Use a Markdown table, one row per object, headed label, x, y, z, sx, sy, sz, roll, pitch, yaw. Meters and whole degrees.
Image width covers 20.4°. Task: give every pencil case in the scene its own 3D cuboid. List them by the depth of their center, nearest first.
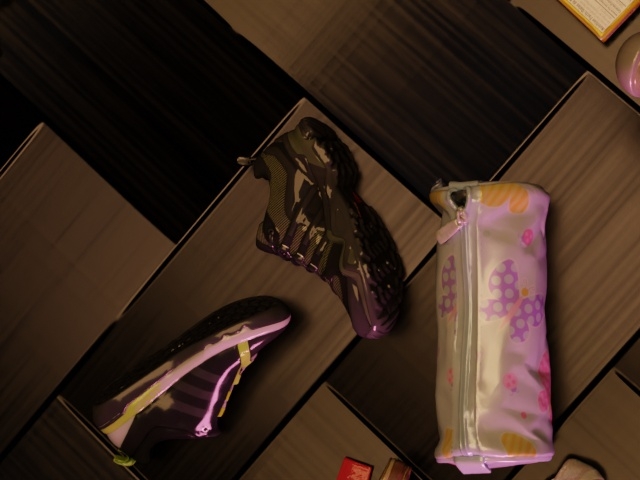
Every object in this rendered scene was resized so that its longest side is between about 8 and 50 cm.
| label | x | y | z | sx | sy | sz | roll | pitch | yaw |
| --- | --- | --- | --- | --- | --- | --- | --- | --- | --- |
| pencil case | 0.158 | 0.077 | 1.650 | 0.113 | 0.124 | 0.273 | -2 | 87 | 15 |

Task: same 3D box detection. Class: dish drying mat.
| label | x | y | z | sx | sy | sz | roll | pitch | yaw |
| --- | --- | --- | --- | --- | --- | --- | --- | --- | --- |
| dish drying mat | 0.025 | 0.256 | 1.736 | 0.032 | 0.008 | 0.083 | 18 | 93 | 16 |

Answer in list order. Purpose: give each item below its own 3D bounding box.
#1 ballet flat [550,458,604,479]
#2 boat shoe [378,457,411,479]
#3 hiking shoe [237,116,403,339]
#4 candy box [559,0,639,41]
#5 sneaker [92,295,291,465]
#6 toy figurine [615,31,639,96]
| label | x | y | z | sx | sy | sz | roll | pitch | yaw |
| --- | --- | --- | --- | --- | --- | --- | --- | --- | --- |
| ballet flat | 0.205 | 0.278 | 1.670 | 0.168 | 0.057 | 0.052 | -52 | 48 | 3 |
| boat shoe | 0.069 | 0.296 | 1.697 | 0.060 | 0.064 | 0.178 | 11 | 96 | 11 |
| hiking shoe | 0.000 | 0.000 | 1.730 | 0.114 | 0.086 | 0.227 | -28 | 74 | 26 |
| candy box | 0.234 | -0.296 | 1.699 | 0.105 | 0.027 | 0.206 | -46 | 77 | 11 |
| sneaker | -0.116 | 0.142 | 1.759 | 0.234 | 0.084 | 0.097 | -32 | 103 | 13 |
| toy figurine | 0.373 | -0.177 | 1.564 | 0.148 | 0.213 | 0.210 | 27 | 91 | 31 |
